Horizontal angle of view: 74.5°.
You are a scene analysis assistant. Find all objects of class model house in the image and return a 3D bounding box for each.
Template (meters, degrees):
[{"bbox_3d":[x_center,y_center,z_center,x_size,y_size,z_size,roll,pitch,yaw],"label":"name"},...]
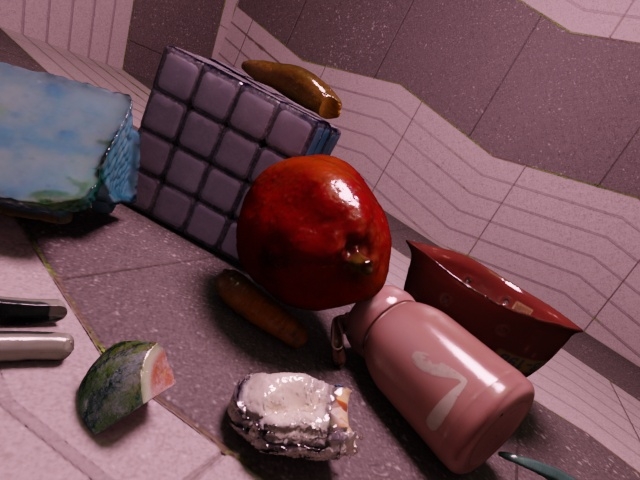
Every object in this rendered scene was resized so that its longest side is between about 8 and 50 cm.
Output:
[{"bbox_3d":[-0.451,-0.111,0.674,0.260,0.241,0.226,13,63,-11],"label":"model house"}]

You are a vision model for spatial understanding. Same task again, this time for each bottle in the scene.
[{"bbox_3d":[0.154,0.202,0.678,0.206,0.173,0.297,-22,43,-25],"label":"bottle"}]

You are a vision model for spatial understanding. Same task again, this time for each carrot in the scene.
[{"bbox_3d":[-0.099,0.117,0.703,0.186,0.060,0.060,37,17,9],"label":"carrot"}]

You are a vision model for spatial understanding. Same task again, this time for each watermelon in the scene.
[{"bbox_3d":[-0.196,0.153,0.431,0.072,0.084,0.093,42,45,-33],"label":"watermelon"}]

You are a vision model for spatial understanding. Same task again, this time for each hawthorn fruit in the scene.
[{"bbox_3d":[0.000,0.000,0.707,0.265,0.266,0.307,16,11,-35],"label":"hawthorn fruit"}]

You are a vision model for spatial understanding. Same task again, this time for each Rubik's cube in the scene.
[{"bbox_3d":[-0.188,-0.188,0.977,0.343,0.345,0.337,28,18,2],"label":"Rubik's cube"}]

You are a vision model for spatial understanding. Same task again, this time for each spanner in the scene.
[{"bbox_3d":[-0.398,0.074,0.368,0.324,0.040,0.095,14,21,-44],"label":"spanner"}]

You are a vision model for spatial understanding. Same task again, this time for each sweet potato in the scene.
[{"bbox_3d":[-0.061,-0.335,0.884,0.243,0.077,0.077,33,17,9],"label":"sweet potato"}]

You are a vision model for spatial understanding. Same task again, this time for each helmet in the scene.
[{"bbox_3d":[0.299,0.172,0.871,0.384,0.230,0.337,17,15,-27],"label":"helmet"}]

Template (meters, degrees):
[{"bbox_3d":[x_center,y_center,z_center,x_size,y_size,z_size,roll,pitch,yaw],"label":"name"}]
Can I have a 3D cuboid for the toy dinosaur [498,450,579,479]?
[{"bbox_3d":[0.467,0.442,0.611,0.383,0.130,0.330,40,9,39],"label":"toy dinosaur"}]

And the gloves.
[{"bbox_3d":[-0.034,0.211,0.497,0.153,0.071,0.114,17,27,-14],"label":"gloves"}]
